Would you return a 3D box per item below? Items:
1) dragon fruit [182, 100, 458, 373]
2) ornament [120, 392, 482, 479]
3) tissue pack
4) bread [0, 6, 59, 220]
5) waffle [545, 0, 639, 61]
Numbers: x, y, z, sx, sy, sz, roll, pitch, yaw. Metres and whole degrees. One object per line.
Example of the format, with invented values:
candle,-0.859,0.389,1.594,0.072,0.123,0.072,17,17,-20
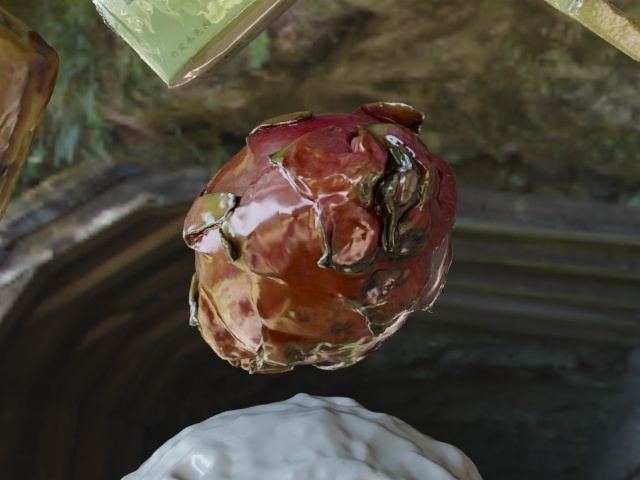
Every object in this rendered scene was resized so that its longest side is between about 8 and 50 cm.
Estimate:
dragon fruit,-0.001,0.002,1.242,0.315,0.250,0.250,88,-170,-54
ornament,-0.008,0.271,0.964,0.337,0.337,0.337,5,-90,-81
tissue pack,-0.085,-0.260,1.288,0.234,0.125,0.159,-42,1,9
bread,-0.284,-0.065,0.752,0.210,0.235,0.099,-65,14,2
waffle,0.176,-0.143,0.858,0.023,0.097,0.152,-56,19,14
